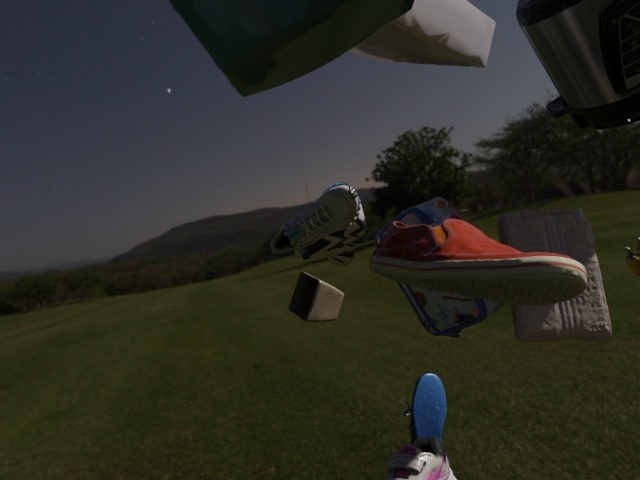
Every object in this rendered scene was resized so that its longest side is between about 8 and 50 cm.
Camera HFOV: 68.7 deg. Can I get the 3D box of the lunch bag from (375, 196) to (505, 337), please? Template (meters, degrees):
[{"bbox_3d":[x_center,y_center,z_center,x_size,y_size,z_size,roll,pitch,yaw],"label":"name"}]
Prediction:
[{"bbox_3d":[0.260,0.071,1.063,0.115,0.303,0.243,-24,-9,-30],"label":"lunch bag"}]

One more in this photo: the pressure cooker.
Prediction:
[{"bbox_3d":[0.712,-0.478,1.075,0.375,0.420,0.370,-46,19,-15],"label":"pressure cooker"}]

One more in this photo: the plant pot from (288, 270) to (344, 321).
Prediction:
[{"bbox_3d":[-0.005,0.152,1.207,0.096,0.109,0.109,18,0,-29],"label":"plant pot"}]

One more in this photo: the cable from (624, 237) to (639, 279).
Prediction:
[{"bbox_3d":[0.887,0.120,1.227,0.140,0.287,0.072,-19,21,6],"label":"cable"}]

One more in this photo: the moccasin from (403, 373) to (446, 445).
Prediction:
[{"bbox_3d":[0.334,0.618,1.554,0.138,0.342,0.117,13,-23,-5],"label":"moccasin"}]

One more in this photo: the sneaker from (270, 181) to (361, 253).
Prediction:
[{"bbox_3d":[-0.013,-0.024,0.760,0.191,0.071,0.083,-37,-2,41],"label":"sneaker"}]

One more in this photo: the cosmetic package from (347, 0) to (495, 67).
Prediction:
[{"bbox_3d":[0.113,-0.407,0.866,0.284,0.097,0.377,22,19,36],"label":"cosmetic package"}]

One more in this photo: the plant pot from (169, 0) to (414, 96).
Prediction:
[{"bbox_3d":[-0.033,-0.278,0.505,0.234,0.165,0.166,-36,1,4],"label":"plant pot"}]

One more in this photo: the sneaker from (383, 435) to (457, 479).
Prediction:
[{"bbox_3d":[0.148,0.421,0.808,0.103,0.111,0.252,-17,-3,34],"label":"sneaker"}]

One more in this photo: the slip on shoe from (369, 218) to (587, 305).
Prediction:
[{"bbox_3d":[0.186,0.019,0.626,0.123,0.101,0.331,23,-8,-27],"label":"slip on shoe"}]

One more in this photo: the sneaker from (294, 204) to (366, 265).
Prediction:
[{"bbox_3d":[0.000,0.000,1.020,0.153,0.094,0.235,-8,-16,-12],"label":"sneaker"}]

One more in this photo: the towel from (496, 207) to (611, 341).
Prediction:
[{"bbox_3d":[0.477,0.068,0.973,0.187,0.282,0.049,-2,-17,2],"label":"towel"}]
